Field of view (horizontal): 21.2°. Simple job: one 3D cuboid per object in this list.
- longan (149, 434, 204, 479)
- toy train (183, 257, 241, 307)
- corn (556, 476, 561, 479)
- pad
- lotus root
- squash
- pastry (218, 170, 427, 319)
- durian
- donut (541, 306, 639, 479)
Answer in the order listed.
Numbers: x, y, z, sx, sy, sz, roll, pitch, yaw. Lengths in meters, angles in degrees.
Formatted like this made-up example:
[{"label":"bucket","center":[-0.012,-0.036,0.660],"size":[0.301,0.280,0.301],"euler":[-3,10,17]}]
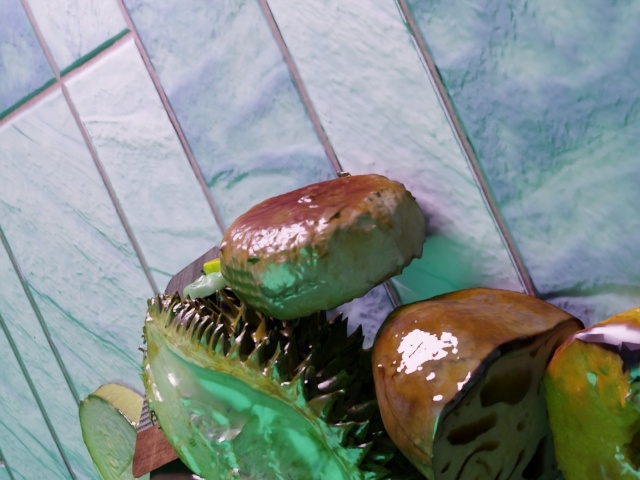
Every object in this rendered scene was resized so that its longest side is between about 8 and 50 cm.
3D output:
[{"label":"longan","center":[-0.098,0.279,1.911],"size":[0.212,0.198,0.198],"euler":[-124,25,-58]},{"label":"toy train","center":[-0.050,0.146,1.786],"size":[0.100,0.160,0.296],"euler":[-13,100,59]},{"label":"corn","center":[0.137,0.255,1.671],"size":[0.253,0.086,0.086],"euler":[-20,95,58]},{"label":"pad","center":[-0.223,0.152,1.974],"size":[0.323,0.055,0.250],"euler":[-15,58,41]},{"label":"lotus root","center":[0.116,0.132,1.518],"size":[0.180,0.199,0.188],"euler":[30,127,39]},{"label":"squash","center":[-0.243,0.289,2.248],"size":[0.219,0.041,0.219],"euler":[38,143,36]},{"label":"pastry","center":[0.000,0.000,1.608],"size":[0.192,0.182,0.093],"euler":[11,124,63]},{"label":"durian","center":[-0.026,0.173,1.657],"size":[0.394,0.163,0.198],"euler":[37,119,20]},{"label":"donut","center":[0.293,0.165,1.378],"size":[0.253,0.118,0.253],"euler":[34,136,40]}]
